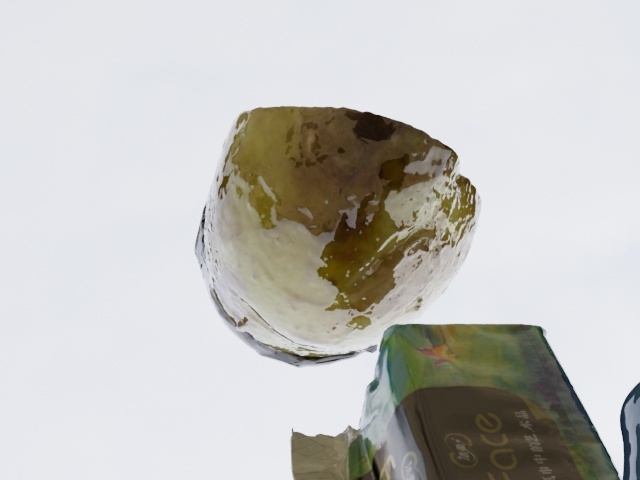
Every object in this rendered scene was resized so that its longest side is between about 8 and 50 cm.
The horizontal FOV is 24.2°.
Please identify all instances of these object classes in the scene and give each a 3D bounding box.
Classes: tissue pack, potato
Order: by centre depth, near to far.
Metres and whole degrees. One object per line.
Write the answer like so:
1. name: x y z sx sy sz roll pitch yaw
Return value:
1. tissue pack: 0.035 0.087 0.404 0.079 0.085 0.111 3 -145 -15
2. potato: 0.000 0.000 0.481 0.096 0.103 0.066 13 -105 6

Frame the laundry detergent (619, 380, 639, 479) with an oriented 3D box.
1. laundry detergent: 0.095 0.096 0.302 0.097 0.061 0.206 -2 -119 29
